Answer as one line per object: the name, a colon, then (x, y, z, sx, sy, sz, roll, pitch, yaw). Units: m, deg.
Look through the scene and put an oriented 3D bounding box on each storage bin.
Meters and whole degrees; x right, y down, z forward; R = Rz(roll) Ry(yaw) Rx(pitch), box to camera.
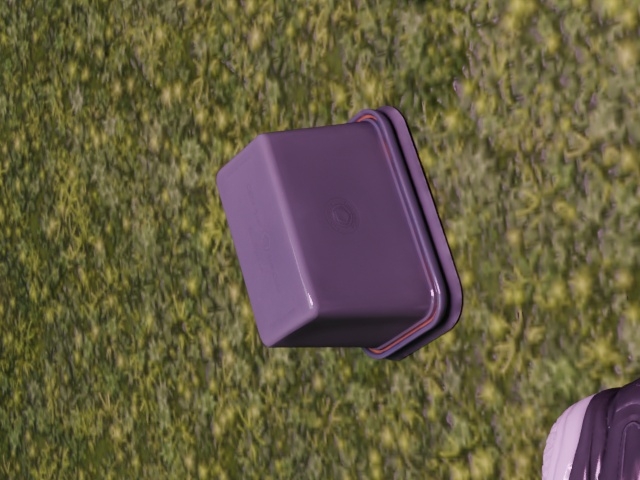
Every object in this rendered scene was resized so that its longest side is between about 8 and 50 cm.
storage bin: (0.000, 0.000, 0.875, 0.098, 0.091, 0.135, -37, 63, 48)

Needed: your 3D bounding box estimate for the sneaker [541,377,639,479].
sneaker: (0.189, 0.153, 0.623, 0.153, 0.101, 0.268, -52, 50, 45)
